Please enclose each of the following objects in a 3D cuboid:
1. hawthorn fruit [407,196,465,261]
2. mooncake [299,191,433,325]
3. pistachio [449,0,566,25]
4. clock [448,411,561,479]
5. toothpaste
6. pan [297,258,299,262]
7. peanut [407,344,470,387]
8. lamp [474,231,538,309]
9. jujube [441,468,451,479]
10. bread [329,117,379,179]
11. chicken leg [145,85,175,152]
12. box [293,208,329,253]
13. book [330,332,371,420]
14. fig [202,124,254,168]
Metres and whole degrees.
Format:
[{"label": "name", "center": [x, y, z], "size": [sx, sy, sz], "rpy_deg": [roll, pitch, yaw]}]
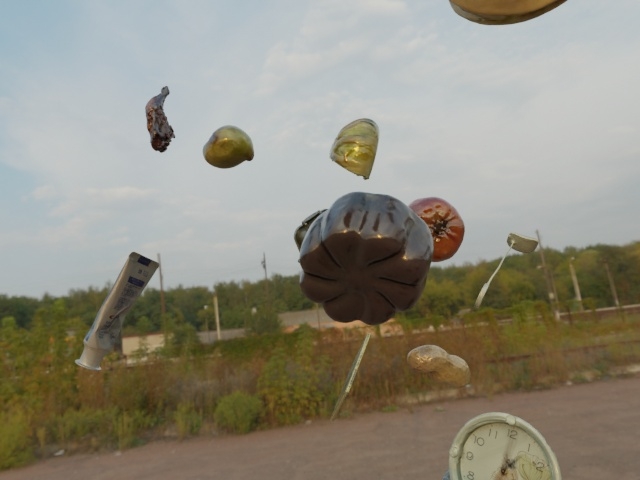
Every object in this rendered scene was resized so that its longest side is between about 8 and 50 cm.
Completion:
[{"label": "hawthorn fruit", "center": [0.316, -0.034, 1.491], "size": [0.197, 0.196, 0.225], "rpy_deg": [-4, 1, -12]}, {"label": "mooncake", "center": [0.092, 0.049, 1.071], "size": [0.306, 0.154, 0.306], "rpy_deg": [10, -50, 11]}, {"label": "pistachio", "center": [0.414, -0.579, 1.046], "size": [0.321, 0.237, 0.229], "rpy_deg": [5, -7, 31]}, {"label": "clock", "center": [0.388, 0.488, 1.053], "size": [0.237, 0.236, 0.053], "rpy_deg": [-15, -26, 36]}, {"label": "toothpaste", "center": [-0.451, 0.155, 1.104], "size": [0.061, 0.266, 0.096], "rpy_deg": [21, -10, 26]}, {"label": "pan", "center": [0.000, 0.000, 1.879], "size": [0.028, 0.235, 0.136], "rpy_deg": [39, 7, -25]}, {"label": "peanut", "center": [0.362, 0.381, 1.515], "size": [0.228, 0.104, 0.085], "rpy_deg": [31, 19, -19]}, {"label": "lamp", "center": [0.341, 0.059, 0.921], "size": [0.056, 0.198, 0.050], "rpy_deg": [28, -34, 21]}, {"label": "jujube", "center": [0.419, 0.805, 1.452], "size": [0.226, 0.317, 0.226], "rpy_deg": [28, 9, -5]}, {"label": "bread", "center": [0.068, -0.173, 0.896], "size": [0.083, 0.157, 0.094], "rpy_deg": [24, -45, -10]}, {"label": "chicken leg", "center": [-0.432, -0.330, 1.335], "size": [0.053, 0.205, 0.093], "rpy_deg": [-10, -10, 32]}, {"label": "box", "center": [0.044, 0.036, 1.491], "size": [0.163, 0.243, 0.135], "rpy_deg": [-35, 27, -28]}, {"label": "book", "center": [0.082, 0.362, 1.324], "size": [0.013, 0.192, 0.168], "rpy_deg": [24, -45, 7]}, {"label": "fig", "center": [-0.269, -0.272, 1.444], "size": [0.153, 0.136, 0.120], "rpy_deg": [2, -44, 42]}]
